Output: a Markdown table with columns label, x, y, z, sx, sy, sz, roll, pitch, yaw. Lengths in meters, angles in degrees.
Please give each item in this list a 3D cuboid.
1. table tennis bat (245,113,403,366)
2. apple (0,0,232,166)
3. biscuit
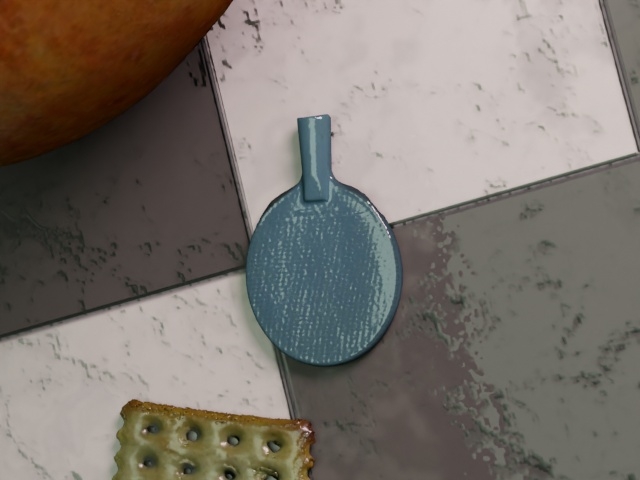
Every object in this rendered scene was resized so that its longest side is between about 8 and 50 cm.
| label | x | y | z | sx | sy | sz | roll | pitch | yaw |
| --- | --- | --- | --- | --- | --- | --- | --- | --- | --- |
| table tennis bat | 0.000 | 0.000 | 1.211 | 0.100 | 0.019 | 0.155 | -5 | 88 | 20 |
| apple | -0.228 | -0.228 | 1.152 | 0.400 | 0.333 | 0.400 | -1 | 80 | 3 |
| biscuit | -0.076 | 0.204 | 1.233 | 0.144 | 0.016 | 0.203 | 7 | 90 | 20 |
